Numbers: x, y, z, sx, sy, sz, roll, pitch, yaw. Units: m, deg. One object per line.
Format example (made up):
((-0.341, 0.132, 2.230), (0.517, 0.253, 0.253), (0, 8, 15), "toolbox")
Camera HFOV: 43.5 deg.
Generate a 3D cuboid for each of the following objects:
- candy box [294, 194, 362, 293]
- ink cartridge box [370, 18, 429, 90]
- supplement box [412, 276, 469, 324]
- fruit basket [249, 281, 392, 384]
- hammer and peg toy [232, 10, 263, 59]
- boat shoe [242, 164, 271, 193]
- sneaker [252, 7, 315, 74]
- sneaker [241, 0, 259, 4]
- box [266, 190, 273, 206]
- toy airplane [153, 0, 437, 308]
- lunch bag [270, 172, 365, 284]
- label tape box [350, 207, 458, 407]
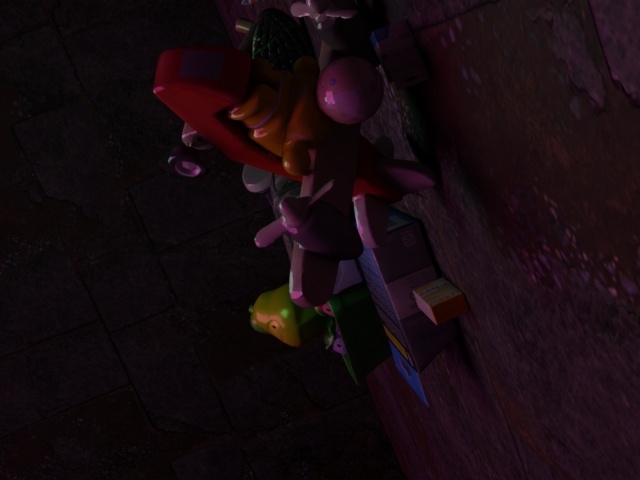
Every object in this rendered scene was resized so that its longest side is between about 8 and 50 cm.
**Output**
((0.000, 0.000, 1.679), (0.165, 0.070, 0.196), (69, 168, -21), "candy box")
((0.102, -0.236, 1.036), (0.028, 0.048, 0.083), (143, 105, -86), "ink cartridge box")
((0.203, 0.101, 1.360), (0.098, 0.062, 0.036), (-133, 20, -72), "supplement box")
((0.001, 0.206, 2.156), (0.392, 0.392, 0.283), (73, 172, -46), "fruit basket")
((-0.187, -0.387, 2.090), (0.361, 0.127, 0.266), (92, -162, -60), "hammer and peg toy")
((-0.087, -0.199, 2.107), (0.158, 0.127, 0.340), (65, -144, -35), "boat shoe")
((-0.084, -0.379, 1.814), (0.343, 0.134, 0.146), (73, 173, -50), "sneaker")
((-0.199, -0.672, 2.037), (0.057, 0.075, 0.161), (109, 138, -82), "sneaker")
((-0.036, -0.084, 2.265), (0.207, 0.108, 0.153), (40, -173, -26), "box")
((0.011, -0.147, 1.101), (0.386, 0.384, 0.272), (59, 142, 2), "toy airplane")
((-0.005, -0.057, 1.939), (0.256, 0.212, 0.305), (-120, 10, -49), "lunch bag")
((0.166, 0.115, 1.539), (0.240, 0.106, 0.334), (-133, 21, -77), "label tape box")
